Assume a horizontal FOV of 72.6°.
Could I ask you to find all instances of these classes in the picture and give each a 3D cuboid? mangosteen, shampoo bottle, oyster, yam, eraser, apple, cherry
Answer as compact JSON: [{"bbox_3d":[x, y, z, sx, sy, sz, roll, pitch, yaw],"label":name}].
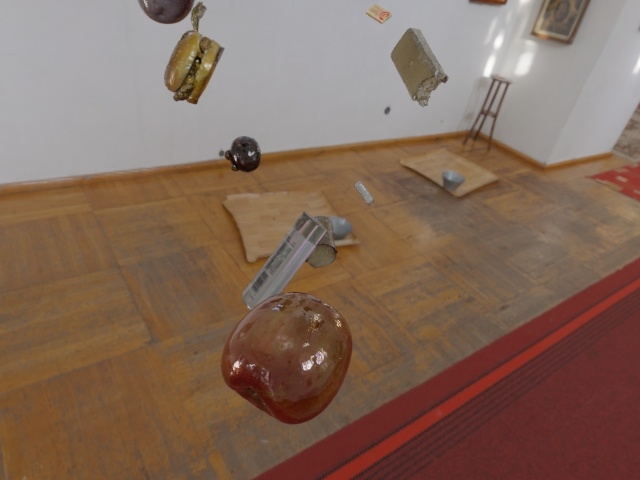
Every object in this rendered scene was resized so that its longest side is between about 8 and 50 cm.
[{"bbox_3d":[-0.311,-0.344,1.751,0.152,0.153,0.153,9,33,-6],"label":"mangosteen"},{"bbox_3d":[-0.078,0.048,0.917,0.055,0.228,0.086,33,6,-33],"label":"shampoo bottle"},{"bbox_3d":[-0.361,-0.652,1.274,0.034,0.093,0.051,15,-6,1],"label":"oyster"},{"bbox_3d":[0.000,0.003,1.117,0.084,0.084,0.127,7,36,-8],"label":"yam"},{"bbox_3d":[0.153,-0.165,1.515,0.085,0.027,0.063,56,8,9],"label":"eraser"},{"bbox_3d":[-0.049,0.170,0.643,0.180,0.181,0.169,22,56,14],"label":"apple"},{"bbox_3d":[-0.484,-0.797,1.369,0.183,0.266,0.214,1,64,-36],"label":"cherry"}]

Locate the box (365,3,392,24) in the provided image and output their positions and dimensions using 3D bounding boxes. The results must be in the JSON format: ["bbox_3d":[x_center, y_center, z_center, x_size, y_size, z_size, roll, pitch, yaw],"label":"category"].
[{"bbox_3d":[0.233,-0.909,1.746,0.058,0.015,0.093,-43,68,-10],"label":"box"}]

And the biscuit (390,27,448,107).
[{"bbox_3d":[0.277,-0.500,1.244,0.061,0.108,0.239,6,52,-31],"label":"biscuit"}]

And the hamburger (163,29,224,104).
[{"bbox_3d":[-0.350,-0.461,1.172,0.117,0.191,0.182,24,21,-21],"label":"hamburger"}]
